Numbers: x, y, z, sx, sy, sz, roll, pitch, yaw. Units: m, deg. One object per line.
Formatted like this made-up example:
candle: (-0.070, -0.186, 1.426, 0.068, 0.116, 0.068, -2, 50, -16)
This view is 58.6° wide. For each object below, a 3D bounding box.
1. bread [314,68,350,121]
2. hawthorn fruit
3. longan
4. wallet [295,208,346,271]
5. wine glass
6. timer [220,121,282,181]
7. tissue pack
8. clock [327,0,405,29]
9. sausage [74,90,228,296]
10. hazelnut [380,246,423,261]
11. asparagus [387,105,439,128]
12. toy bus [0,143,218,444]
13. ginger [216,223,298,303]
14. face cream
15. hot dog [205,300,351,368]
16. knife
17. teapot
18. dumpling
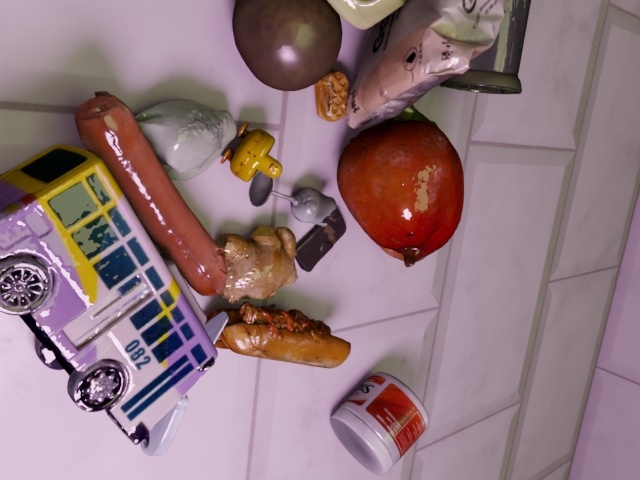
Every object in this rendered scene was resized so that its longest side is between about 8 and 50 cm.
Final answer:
bread: (0.027, -0.312, 1.230, 0.083, 0.044, 0.111, -16, 113, -39)
hawthorn fruit: (0.190, -0.122, 1.275, 0.295, 0.295, 0.312, -37, 100, -27)
longan: (-0.058, -0.374, 1.037, 0.212, 0.198, 0.198, 31, 83, -44)
wallet: (0.000, 0.000, 1.331, 0.157, 0.018, 0.082, -45, 130, -22)
wine glass: (-0.054, -0.084, 1.212, 0.195, 0.079, 0.079, 16, 94, -42)
timer: (-0.121, -0.158, 1.099, 0.109, 0.107, 0.107, 34, 79, -7)
tissue pack: (0.215, -0.408, 1.122, 0.195, 0.390, 0.376, 29, 74, -18)
clock: (0.023, -0.570, 0.998, 0.348, 0.117, 0.286, 42, 40, -34)
sausage: (-0.268, -0.057, 0.964, 0.094, 0.094, 0.419, -50, 136, -26)
hazelnut: (0.223, -0.021, 1.437, 0.150, 0.150, 0.151, -15, 114, -38)
asparagus: (0.211, -0.289, 1.382, 0.085, 0.082, 0.343, -35, 136, 23)
toy bus: (-0.356, 0.087, 0.913, 0.249, 0.209, 0.440, -40, 126, -26)
ginger: (-0.142, 0.052, 1.163, 0.216, 0.102, 0.157, -8, 106, -28)
face cream: (0.157, 0.479, 1.509, 0.187, 0.201, 0.201, -38, 127, -25)
hot dog: (-0.086, 0.199, 1.235, 0.348, 0.158, 0.117, 20, 78, -40)
knife: (-0.270, 0.275, 1.128, 0.044, 0.080, 0.332, 22, 98, -41)
teapot: (0.393, -0.540, 1.389, 0.270, 0.200, 0.337, 2, 102, -23)
dumpling: (-0.238, -0.168, 0.998, 0.219, 0.108, 0.153, -14, 113, -33)
